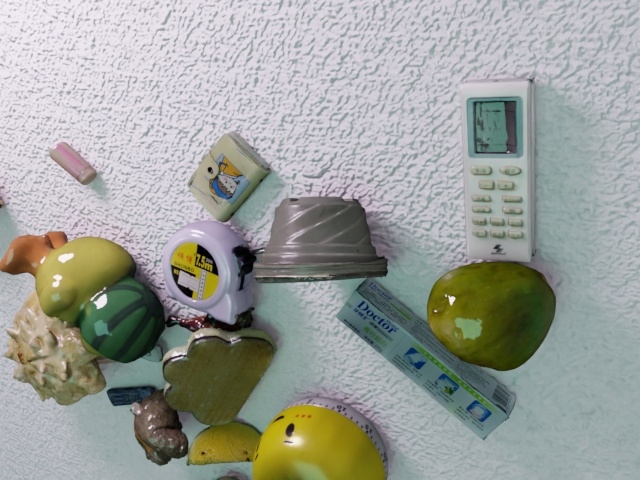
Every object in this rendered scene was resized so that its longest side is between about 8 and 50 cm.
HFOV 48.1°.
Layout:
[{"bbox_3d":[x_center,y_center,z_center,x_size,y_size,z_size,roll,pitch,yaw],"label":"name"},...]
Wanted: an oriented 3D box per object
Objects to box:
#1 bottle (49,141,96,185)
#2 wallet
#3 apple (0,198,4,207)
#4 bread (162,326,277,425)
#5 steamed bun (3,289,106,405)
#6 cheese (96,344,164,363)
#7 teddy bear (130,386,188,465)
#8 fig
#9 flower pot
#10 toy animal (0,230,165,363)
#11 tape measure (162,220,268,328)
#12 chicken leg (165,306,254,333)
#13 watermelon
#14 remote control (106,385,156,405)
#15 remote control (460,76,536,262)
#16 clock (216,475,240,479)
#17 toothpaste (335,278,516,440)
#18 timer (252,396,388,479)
[{"bbox_3d":[-0.506,-0.158,1.471,0.096,0.045,0.045,41,124,3],"label":"bottle"},{"bbox_3d":[-0.174,-0.116,1.320,0.110,0.039,0.155,45,123,1],"label":"wallet"},{"bbox_3d":[-0.808,-0.106,1.592,0.158,0.147,0.156,55,145,-3],"label":"apple"},{"bbox_3d":[-0.220,0.265,1.452,0.207,0.056,0.287,23,121,-21],"label":"bread"},{"bbox_3d":[-0.610,0.247,1.608,0.295,0.137,0.292,47,127,22],"label":"steamed bun"},{"bbox_3d":[-0.452,0.237,1.615,0.234,0.049,0.127,10,115,25],"label":"cheese"},{"bbox_3d":[-0.355,0.405,1.577,0.140,0.177,0.190,13,146,-13],"label":"teddy bear"},{"bbox_3d":[0.268,0.111,1.114,0.191,0.181,0.181,-31,96,10],"label":"fig"},{"bbox_3d":[0.000,0.000,1.196,0.235,0.235,0.141,0,90,27],"label":"flower pot"},{"bbox_3d":[-0.461,0.100,1.477,0.338,0.216,0.191,44,98,0],"label":"toy animal"},{"bbox_3d":[-0.206,0.051,1.372,0.196,0.105,0.179,24,113,22],"label":"tape measure"},{"bbox_3d":[-0.220,0.165,1.465,0.219,0.048,0.090,-20,98,33],"label":"chicken leg"},{"bbox_3d":[-0.198,0.430,1.538,0.181,0.092,0.075,4,96,-16],"label":"watermelon"},{"bbox_3d":[-0.441,0.365,1.683,0.152,0.027,0.044,-12,112,33],"label":"remote control"},{"bbox_3d":[0.271,-0.103,1.087,0.102,0.055,0.278,4,114,25],"label":"remote control"},{"bbox_3d":[-0.229,0.709,1.672,0.309,0.114,0.284,-35,93,36],"label":"clock"},{"bbox_3d":[0.184,0.204,1.264,0.336,0.067,0.081,40,124,7],"label":"toothpaste"},{"bbox_3d":[-0.020,0.461,1.362,0.285,0.285,0.285,11,116,23],"label":"timer"}]
